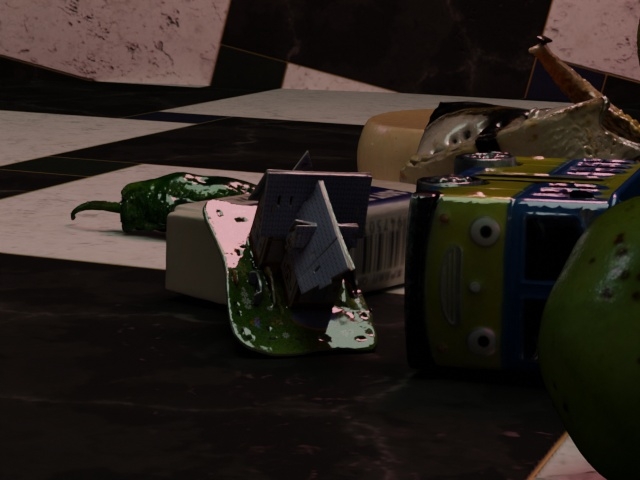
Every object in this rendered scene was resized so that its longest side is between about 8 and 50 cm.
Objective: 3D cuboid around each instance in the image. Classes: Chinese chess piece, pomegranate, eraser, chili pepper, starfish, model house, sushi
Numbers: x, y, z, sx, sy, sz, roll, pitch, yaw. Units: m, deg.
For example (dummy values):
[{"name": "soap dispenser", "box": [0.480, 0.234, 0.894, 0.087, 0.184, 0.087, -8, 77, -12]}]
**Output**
[{"name": "Chinese chess piece", "box": [0.178, -0.096, 1.958, 0.273, 0.102, 0.273, 0, 11, 0]}, {"name": "pomegranate", "box": [0.210, 0.063, 0.921, 0.181, 0.181, 0.224, 3, -9, 7]}, {"name": "eraser", "box": [0.000, 0.000, 1.442, 0.124, 0.081, 0.279, 10, 13, 37]}, {"name": "chili pepper", "box": [-0.117, -0.037, 1.695, 0.279, 0.065, 0.122, 2, 1, -10]}, {"name": "starfish", "box": [0.420, -0.094, 1.759, 0.384, 0.132, 0.398, 34, 15, 27]}, {"name": "model house", "box": [-0.014, -0.003, 1.228, 0.117, 0.088, 0.167, 3, 43, -18]}, {"name": "sushi", "box": [0.197, -0.076, 1.703, 0.273, 0.134, 0.109, 1, 11, 41]}]

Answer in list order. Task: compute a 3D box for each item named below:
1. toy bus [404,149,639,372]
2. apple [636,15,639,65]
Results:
[{"name": "toy bus", "box": [0.169, 0.012, 1.244, 0.175, 0.138, 0.287, 4, 10, 17]}, {"name": "apple", "box": [0.500, -0.248, 1.744, 0.295, 0.233, 0.258, 24, 7, 18]}]
